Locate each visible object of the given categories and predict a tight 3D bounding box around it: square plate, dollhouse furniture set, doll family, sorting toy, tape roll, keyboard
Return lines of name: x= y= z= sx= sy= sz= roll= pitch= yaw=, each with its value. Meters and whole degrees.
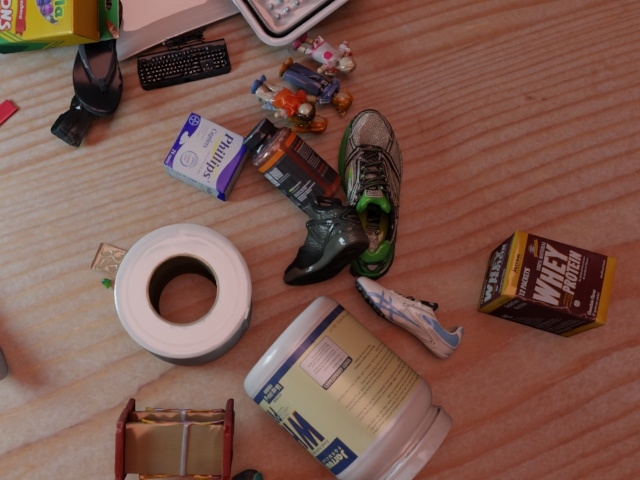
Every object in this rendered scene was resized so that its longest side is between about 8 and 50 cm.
square plate: x=-0.376 y=-0.580 z=1.681 sx=0.344 sy=0.049 sz=0.347 roll=-26 pitch=98 yaw=-11
dollhouse furniture set: x=-0.264 y=0.481 z=1.445 sx=0.201 sy=0.152 sz=0.374 roll=3 pitch=93 yaw=-4
doll family: x=-0.021 y=-0.305 z=1.666 sx=0.163 sy=0.118 sz=0.263 roll=31 pitch=58 yaw=9
sorting toy: x=-0.418 y=0.052 z=1.583 sx=0.062 sy=0.012 sz=0.083 roll=21 pitch=72 yaw=-4
tape roll: x=-0.249 y=0.105 z=1.504 sx=0.246 sy=0.169 sz=0.246 roll=1 pitch=76 yaw=-4
keyboard: x=-0.286 y=-0.378 z=1.671 sx=0.192 sy=0.038 sz=0.100 roll=-15 pitch=99 yaw=-9

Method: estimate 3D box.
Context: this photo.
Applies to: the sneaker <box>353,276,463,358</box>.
sneaker: x=0.171 y=0.136 z=1.571 sx=0.237 sy=0.085 sz=0.086 roll=35 pitch=88 yaw=-2

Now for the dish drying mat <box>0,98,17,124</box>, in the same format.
dish drying mat: x=-0.657 y=-0.249 z=1.639 sx=0.032 sy=0.008 sz=0.083 roll=42 pitch=76 yaw=5

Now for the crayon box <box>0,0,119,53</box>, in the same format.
crayon box: x=-0.535 y=-0.483 z=1.569 sx=0.318 sy=0.081 sz=0.202 roll=0 pitch=91 yaw=27

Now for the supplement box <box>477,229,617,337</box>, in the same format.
supplement box: x=0.429 y=0.088 z=1.551 sx=0.194 sy=0.191 sz=0.129 roll=16 pitch=75 yaw=0

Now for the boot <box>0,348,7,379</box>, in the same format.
boot: x=-0.693 y=0.181 z=1.498 sx=0.123 sy=0.095 sz=0.258 roll=-37 pitch=73 yaw=-6

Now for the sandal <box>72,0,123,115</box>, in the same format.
sandal: x=-0.441 y=-0.373 z=1.600 sx=0.097 sy=0.054 sz=0.255 roll=0 pitch=82 yaw=-14

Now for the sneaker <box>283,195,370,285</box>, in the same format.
sneaker: x=0.000 y=0.000 z=1.544 sx=0.087 sy=0.227 sz=0.130 roll=4 pitch=59 yaw=-34

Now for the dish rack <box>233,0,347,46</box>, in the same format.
dish rack: x=-0.082 y=-0.596 z=1.657 sx=0.285 sy=0.072 sz=0.333 roll=-35 pitch=96 yaw=4

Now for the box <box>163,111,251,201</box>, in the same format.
box: x=-0.224 y=-0.167 z=1.622 sx=0.137 sy=0.072 sz=0.126 roll=25 pitch=76 yaw=1

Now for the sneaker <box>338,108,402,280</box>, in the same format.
sneaker: x=0.110 y=-0.101 z=1.595 sx=0.134 sy=0.146 sz=0.344 roll=-1 pitch=76 yaw=-5

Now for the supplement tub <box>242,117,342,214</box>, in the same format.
supplement tub: x=-0.058 y=-0.150 z=1.587 sx=0.198 sy=0.106 sz=0.106 roll=43 pitch=76 yaw=-14

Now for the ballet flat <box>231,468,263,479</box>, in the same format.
ballet flat: x=-0.130 y=0.521 z=1.470 sx=0.074 sy=0.074 sz=0.203 roll=-7 pitch=83 yaw=-6

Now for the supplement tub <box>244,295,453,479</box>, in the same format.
supplement tub: x=0.051 y=0.284 z=1.450 sx=0.325 sy=0.235 sz=0.235 roll=42 pitch=77 yaw=6

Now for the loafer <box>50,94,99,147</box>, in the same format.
loafer: x=-0.476 y=-0.265 z=1.640 sx=0.061 sy=0.062 sz=0.170 roll=45 pitch=65 yaw=-33
